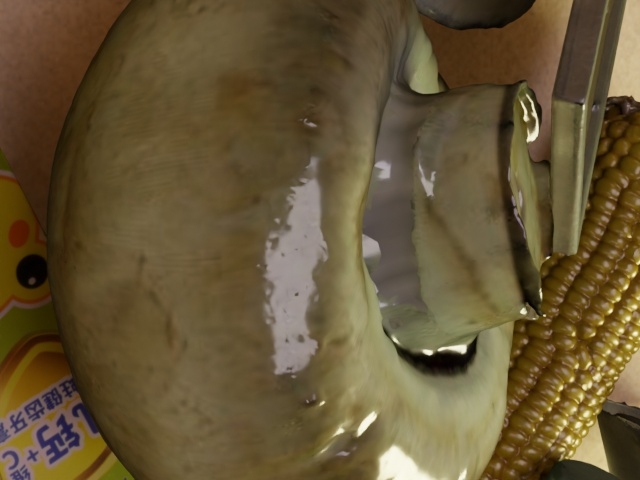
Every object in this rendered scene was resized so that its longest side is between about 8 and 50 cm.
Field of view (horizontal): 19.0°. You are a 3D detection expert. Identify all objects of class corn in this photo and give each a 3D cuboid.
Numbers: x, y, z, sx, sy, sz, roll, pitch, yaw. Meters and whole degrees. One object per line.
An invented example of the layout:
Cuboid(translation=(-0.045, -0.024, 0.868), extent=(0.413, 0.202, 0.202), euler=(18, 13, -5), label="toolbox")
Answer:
Cuboid(translation=(0.170, 0.050, 1.283), extent=(0.106, 0.106, 0.305), euler=(29, 85, -32), label="corn")

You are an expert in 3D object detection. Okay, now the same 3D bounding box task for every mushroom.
Cuboid(translation=(0.000, 0.000, 1.051), extent=(0.352, 0.260, 0.352), euler=(-7, 90, -72), label="mushroom")

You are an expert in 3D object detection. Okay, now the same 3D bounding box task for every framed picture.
Cuboid(translation=(0.178, -0.177, 1.151), extent=(0.020, 0.240, 0.324), euler=(10, 72, 10), label="framed picture")

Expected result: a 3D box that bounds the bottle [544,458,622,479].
Cuboid(translation=(0.125, 0.282, 1.265), extent=(0.082, 0.082, 0.286), euler=(17, 109, -32), label="bottle")

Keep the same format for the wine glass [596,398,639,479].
Cuboid(translation=(0.220, 0.239, 1.334), extent=(0.156, 0.156, 0.232), euler=(19, 94, -32), label="wine glass")

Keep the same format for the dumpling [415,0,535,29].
Cuboid(translation=(0.077, -0.240, 1.124), extent=(0.243, 0.175, 0.227), euler=(11, 86, -32), label="dumpling")

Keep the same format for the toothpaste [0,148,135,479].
Cuboid(translation=(-0.199, 0.041, 1.075), extent=(0.110, 0.077, 0.327), euler=(-34, 115, -22), label="toothpaste")
